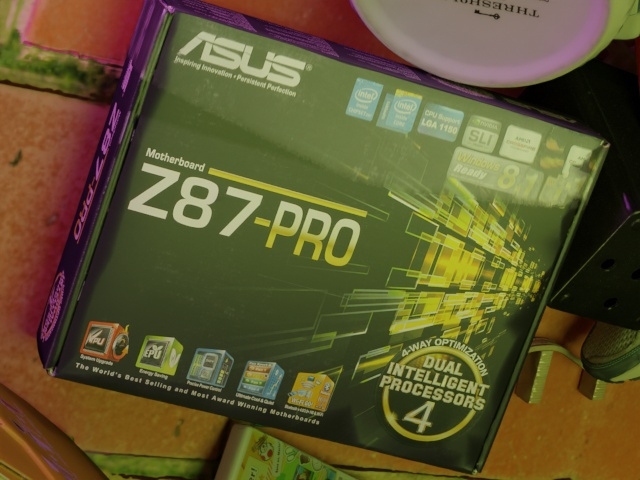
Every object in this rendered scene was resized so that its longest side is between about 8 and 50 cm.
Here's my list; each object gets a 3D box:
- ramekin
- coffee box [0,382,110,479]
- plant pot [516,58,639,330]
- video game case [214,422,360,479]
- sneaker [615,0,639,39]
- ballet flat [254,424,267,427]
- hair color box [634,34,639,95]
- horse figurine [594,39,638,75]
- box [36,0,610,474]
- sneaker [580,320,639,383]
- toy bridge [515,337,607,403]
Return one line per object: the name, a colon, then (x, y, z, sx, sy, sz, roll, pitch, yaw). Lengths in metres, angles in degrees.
ramekin: (0.135, -0.238, 1.552, 0.273, 0.273, 0.127, 56, 38, -37)
coffee box: (-0.327, 0.267, 1.461, 0.334, 0.337, 0.338, -50, 129, -3)
plant pot: (0.253, -0.030, 1.766, 0.187, 0.167, 0.188, 15, 127, -37)
video game case: (-0.040, 0.306, 1.809, 0.206, 0.026, 0.227, 32, 71, -41)
sneaker: (0.190, -0.319, 1.639, 0.315, 0.182, 0.127, 74, 29, -49)
ballet flat: (0.022, 0.145, 1.816, 0.206, 0.073, 0.067, 10, 79, -39)
hair color box: (0.315, -0.160, 1.745, 0.072, 0.043, 0.141, 16, 61, -36)
horse figurine: (0.299, -0.176, 1.831, 0.263, 0.066, 0.174, -13, 113, -30)
box: (0.000, 0.000, 1.633, 0.395, 0.097, 0.318, 16, 103, -18)
sneaker: (0.326, 0.005, 1.904, 0.122, 0.110, 0.283, 30, 98, -37)
toy bridge: (0.211, 0.128, 1.944, 0.188, 0.026, 0.063, -1, 111, -33)
